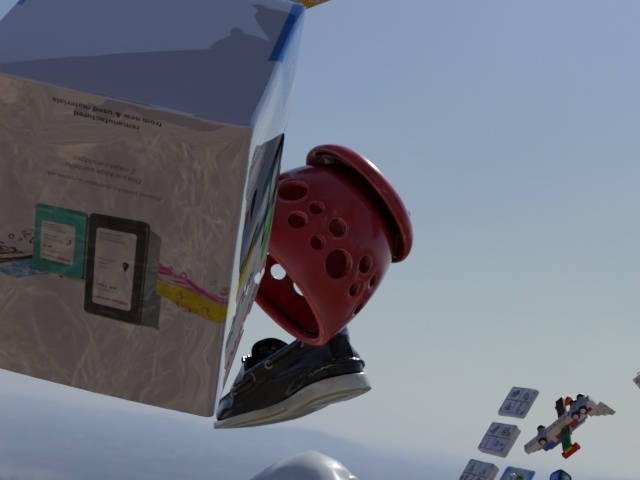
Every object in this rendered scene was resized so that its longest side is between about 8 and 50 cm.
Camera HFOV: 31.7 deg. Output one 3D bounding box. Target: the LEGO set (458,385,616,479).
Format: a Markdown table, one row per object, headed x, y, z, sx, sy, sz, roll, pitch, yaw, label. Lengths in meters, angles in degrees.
| x | y | z | sx | sy | sz | roll | pitch | yaw | label |
| --- | --- | --- | --- | --- | --- | --- | --- | --- | --- |
| 0.307 | 0.298 | 1.602 | 0.060 | 0.182 | 0.244 | 37 | -16 | -14 | LEGO set |

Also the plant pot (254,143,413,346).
| x | y | z | sx | sy | sz | roll | pitch | yaw | label |
| --- | --- | --- | --- | --- | --- | --- | --- | --- | --- |
| 0.000 | 0.000 | 1.298 | 0.191 | 0.174 | 0.191 | 42 | -22 | 22 | plant pot |

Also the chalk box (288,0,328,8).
| x | y | z | sx | sy | sz | roll | pitch | yaw | label |
| --- | --- | --- | --- | --- | --- | --- | --- | --- | --- |
| -0.030 | -0.459 | 1.615 | 0.132 | 0.213 | 0.132 | -16 | -23 | 25 | chalk box |

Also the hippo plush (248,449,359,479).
| x | y | z | sx | sy | sz | roll | pitch | yaw | label |
| --- | --- | --- | --- | --- | --- | --- | --- | --- | --- |
| -0.052 | 0.314 | 0.969 | 0.234 | 0.236 | 0.294 | -5 | 19 | 35 | hippo plush |

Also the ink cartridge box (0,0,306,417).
| x | y | z | sx | sy | sz | roll | pitch | yaw | label |
| --- | --- | --- | --- | --- | --- | --- | --- | --- | --- |
| -0.140 | -0.042 | 0.864 | 0.197 | 0.198 | 0.270 | 13 | -53 | 2 | ink cartridge box |

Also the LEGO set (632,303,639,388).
| x | y | z | sx | sy | sz | roll | pitch | yaw | label |
| --- | --- | --- | --- | --- | --- | --- | --- | --- | --- |
| 0.375 | 0.062 | 1.117 | 0.227 | 0.087 | 0.093 | -44 | -14 | 29 | LEGO set |

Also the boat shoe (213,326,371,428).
| x | y | z | sx | sy | sz | roll | pitch | yaw | label |
| --- | --- | --- | --- | --- | --- | --- | --- | --- | --- |
| -0.053 | 0.182 | 1.520 | 0.127 | 0.113 | 0.340 | -5 | -15 | -28 | boat shoe |
